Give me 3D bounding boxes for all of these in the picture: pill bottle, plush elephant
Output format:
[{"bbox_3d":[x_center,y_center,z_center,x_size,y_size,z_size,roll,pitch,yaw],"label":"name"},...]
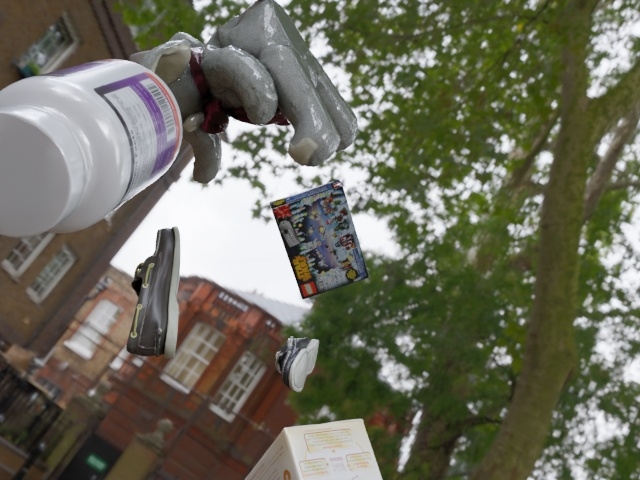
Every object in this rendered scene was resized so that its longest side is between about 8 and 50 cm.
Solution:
[{"bbox_3d":[-0.176,-0.067,0.593,0.108,0.108,0.193,36,19,-4],"label":"pill bottle"},{"bbox_3d":[-0.137,-0.200,1.132,0.330,0.255,0.272,58,15,-12],"label":"plush elephant"}]

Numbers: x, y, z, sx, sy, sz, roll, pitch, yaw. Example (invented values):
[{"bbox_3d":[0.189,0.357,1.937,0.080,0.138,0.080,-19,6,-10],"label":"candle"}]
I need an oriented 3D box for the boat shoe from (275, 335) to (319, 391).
[{"bbox_3d":[-0.030,0.129,0.891,0.038,0.046,0.125,10,11,8],"label":"boat shoe"}]

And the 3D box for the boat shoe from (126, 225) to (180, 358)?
[{"bbox_3d":[-0.237,0.066,1.192,0.069,0.227,0.081,3,-43,-11],"label":"boat shoe"}]

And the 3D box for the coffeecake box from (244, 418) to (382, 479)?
[{"bbox_3d":[0.003,0.243,0.583,0.068,0.185,0.142,0,-37,-28],"label":"coffeecake box"}]

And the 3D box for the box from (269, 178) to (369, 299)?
[{"bbox_3d":[0.000,0.000,1.055,0.027,0.094,0.137,-110,-178,-64],"label":"box"}]

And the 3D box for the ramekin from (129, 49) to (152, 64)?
[{"bbox_3d":[-0.217,-0.266,1.421,0.207,0.207,0.109,5,-79,51],"label":"ramekin"}]
